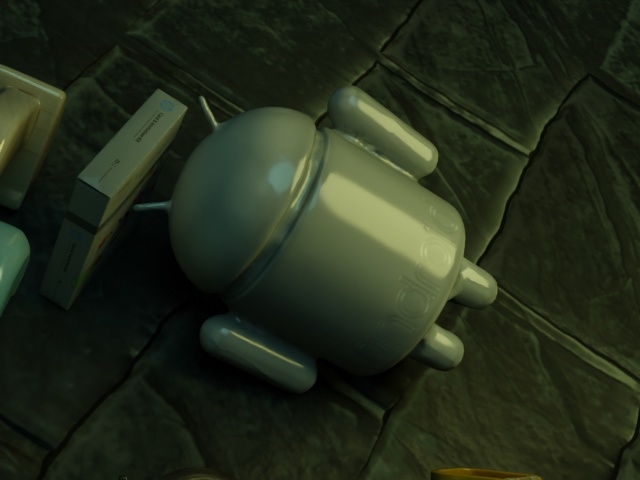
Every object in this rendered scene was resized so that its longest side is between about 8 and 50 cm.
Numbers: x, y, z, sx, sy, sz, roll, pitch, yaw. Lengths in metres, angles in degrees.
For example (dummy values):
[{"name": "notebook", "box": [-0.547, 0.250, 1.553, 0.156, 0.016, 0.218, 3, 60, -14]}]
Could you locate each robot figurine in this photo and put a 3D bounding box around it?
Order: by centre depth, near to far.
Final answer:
[{"name": "robot figurine", "box": [0.000, 0.000, 1.173, 0.353, 0.200, 0.299, 30, 82, -17]}]

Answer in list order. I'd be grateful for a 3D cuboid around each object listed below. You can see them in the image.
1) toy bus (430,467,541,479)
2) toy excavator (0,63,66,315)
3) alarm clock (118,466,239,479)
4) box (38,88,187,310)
[{"name": "toy bus", "box": [0.145, 0.305, 1.096, 0.104, 0.191, 0.202, 1, 37, 30]}, {"name": "toy excavator", "box": [-0.321, 0.019, 0.977, 0.222, 0.433, 0.445, 24, 76, -8]}, {"name": "alarm clock", "box": [-0.087, 0.267, 1.040, 0.192, 0.064, 0.129, 16, 49, -20]}, {"name": "box", "box": [-0.199, -0.037, 1.129, 0.038, 0.186, 0.145, 33, 47, -1]}]
